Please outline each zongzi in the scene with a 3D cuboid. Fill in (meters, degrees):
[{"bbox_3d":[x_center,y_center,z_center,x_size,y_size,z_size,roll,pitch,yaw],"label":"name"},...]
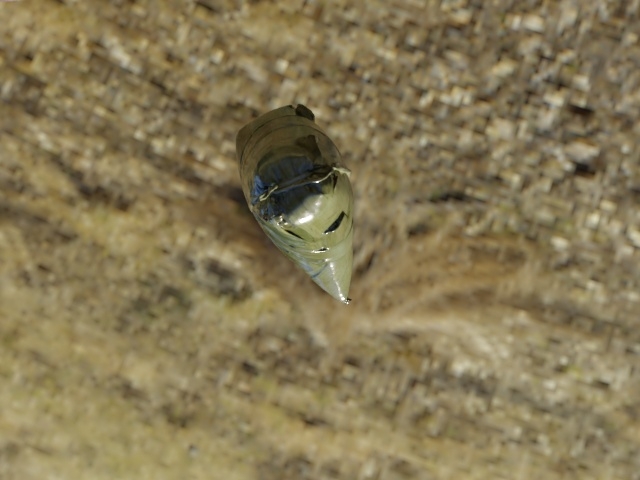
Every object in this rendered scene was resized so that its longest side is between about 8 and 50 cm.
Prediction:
[{"bbox_3d":[0.000,0.000,0.956,0.062,0.154,0.130,-21,107,-1],"label":"zongzi"}]
